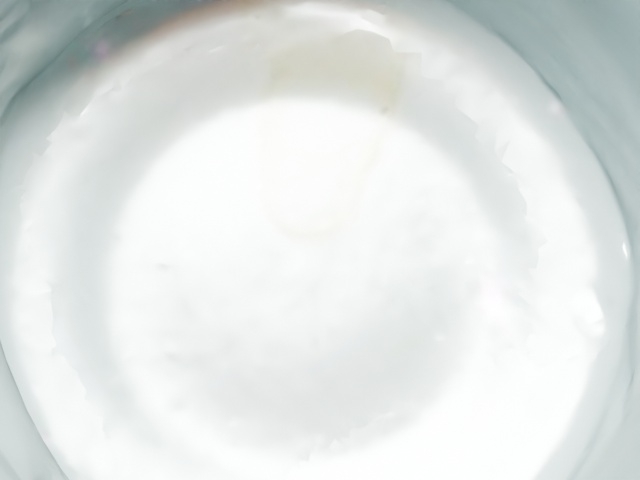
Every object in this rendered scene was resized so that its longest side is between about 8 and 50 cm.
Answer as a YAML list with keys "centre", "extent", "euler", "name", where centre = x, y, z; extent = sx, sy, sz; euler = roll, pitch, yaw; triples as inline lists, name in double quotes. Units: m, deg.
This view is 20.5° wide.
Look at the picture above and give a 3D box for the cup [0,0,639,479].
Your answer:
- centre: [0.000, 0.000, 0.617]
  extent: [0.347, 0.163, 0.347]
  euler: [1, 76, -5]
  name: "cup"
